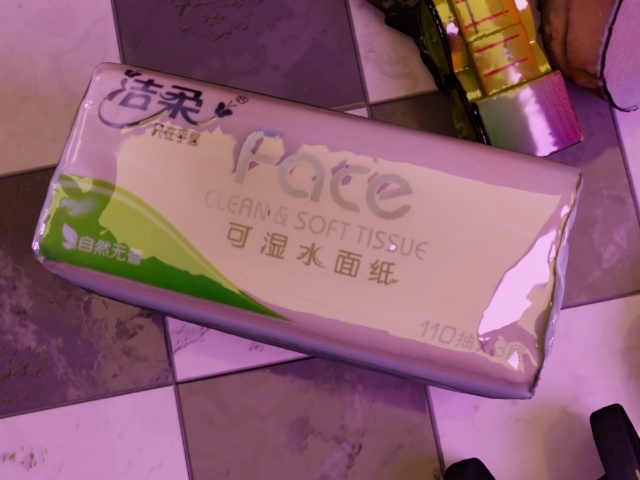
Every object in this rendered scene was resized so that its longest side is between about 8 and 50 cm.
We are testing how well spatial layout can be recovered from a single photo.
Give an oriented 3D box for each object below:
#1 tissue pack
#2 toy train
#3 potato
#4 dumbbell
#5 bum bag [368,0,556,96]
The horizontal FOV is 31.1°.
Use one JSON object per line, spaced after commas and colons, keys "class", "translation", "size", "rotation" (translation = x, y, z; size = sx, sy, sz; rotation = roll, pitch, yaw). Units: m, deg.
{"class": "tissue pack", "translation": [0.000, 0.000, 1.024], "size": [0.404, 0.332, 0.205], "rotation": [15, 83, 5]}
{"class": "toy train", "translation": [0.150, -0.202, 1.086], "size": [0.100, 0.160, 0.296], "rotation": [-22, 94, -2]}
{"class": "potato", "translation": [0.296, -0.289, 1.134], "size": [0.196, 0.246, 0.300], "rotation": [31, 91, 38]}
{"class": "dumbbell", "translation": [0.218, 0.243, 1.043], "size": [0.325, 0.143, 0.143], "rotation": [-24, 79, 15]}
{"class": "bum bag", "translation": [0.132, -0.225, 1.195], "size": [0.102, 0.069, 0.248], "rotation": [-38, 81, -20]}
